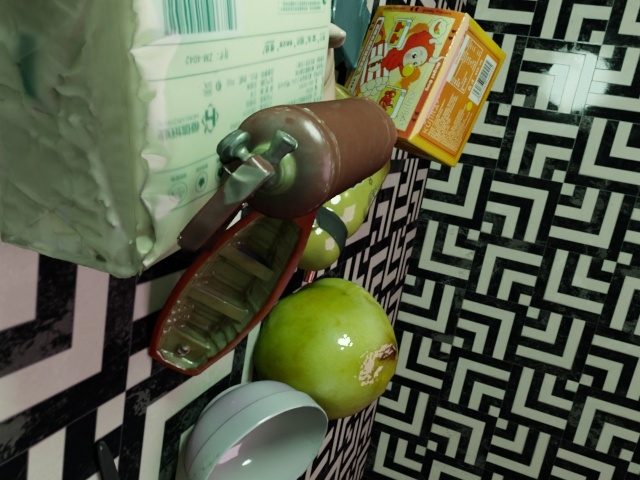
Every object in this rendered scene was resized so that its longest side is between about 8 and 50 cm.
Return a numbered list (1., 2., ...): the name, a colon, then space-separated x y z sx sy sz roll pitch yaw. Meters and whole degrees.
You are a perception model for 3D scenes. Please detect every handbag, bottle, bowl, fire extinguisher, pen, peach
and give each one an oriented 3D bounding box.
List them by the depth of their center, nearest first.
1. fire extinguisher: -0.024 -0.072 0.544 0.147 0.106 0.337 -52 173 27
2. bowl: -0.139 0.382 1.021 0.287 0.144 0.286 -24 134 -28
3. handbag: 0.048 -0.488 1.127 0.229 0.062 0.179 35 71 -71
4. peach: 0.007 0.250 1.196 0.282 0.316 0.313 -8 119 -54
5. bottle: 0.028 -0.083 1.200 0.171 0.172 0.351 82 29 -49
6. pen: 0.000 0.000 1.408 0.028 0.028 0.238 47 59 -68

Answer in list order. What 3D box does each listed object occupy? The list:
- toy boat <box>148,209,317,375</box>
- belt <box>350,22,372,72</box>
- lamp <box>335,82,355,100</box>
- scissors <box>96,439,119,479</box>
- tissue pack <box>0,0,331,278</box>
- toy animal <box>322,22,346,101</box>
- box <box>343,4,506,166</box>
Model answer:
1. toy boat: -0.121 0.050 0.768 0.392 0.136 0.079 -51 -160 23
2. belt: 0.139 -0.476 1.373 0.151 0.078 0.198 90 23 -43
3. lamp: 0.022 -0.236 1.088 0.185 0.162 0.161 -13 116 -67
4. scissors: -0.314 0.379 0.802 0.088 0.017 0.220 -46 146 -50
5. tissue pack: -0.148 -0.172 0.568 0.380 0.207 0.296 -42 143 -59
6. toy animal: -0.044 -0.261 0.879 0.154 0.167 0.250 -50 160 -36
7. box: 0.218 -0.356 1.217 0.214 0.260 0.283 17 99 -47
